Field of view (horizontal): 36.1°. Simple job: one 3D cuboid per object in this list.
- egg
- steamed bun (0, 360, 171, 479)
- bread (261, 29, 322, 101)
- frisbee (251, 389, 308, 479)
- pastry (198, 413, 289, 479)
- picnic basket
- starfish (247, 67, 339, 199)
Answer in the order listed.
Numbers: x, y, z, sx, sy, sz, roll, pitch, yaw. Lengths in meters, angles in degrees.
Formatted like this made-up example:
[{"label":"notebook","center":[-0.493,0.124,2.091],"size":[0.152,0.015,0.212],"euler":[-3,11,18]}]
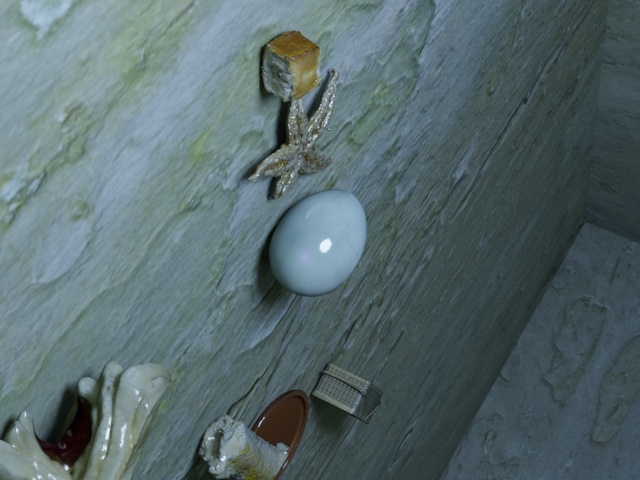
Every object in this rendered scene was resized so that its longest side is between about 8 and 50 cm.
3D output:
[{"label":"egg","center":[0.000,0.000,1.667],"size":[0.209,0.151,0.151],"euler":[-57,155,-26]},{"label":"steamed bun","center":[-0.362,0.351,1.265],"size":[0.247,0.189,0.427],"euler":[-107,-140,-82]},{"label":"bread","center":[-0.046,-0.255,1.432],"size":[0.070,0.077,0.083],"euler":[-31,141,-34]},{"label":"frisbee","center":[-0.100,0.418,2.018],"size":[0.251,0.021,0.250],"euler":[-46,150,-36]},{"label":"pastry","center":[-0.148,0.398,1.800],"size":[0.121,0.089,0.258],"euler":[-68,151,-15]},{"label":"picnic basket","center":[0.062,0.336,2.155],"size":[0.079,0.115,0.164],"euler":[-64,157,-10]},{"label":"starfish","center":[-0.024,-0.168,1.587],"size":[0.295,0.048,0.231],"euler":[-9,121,-63]}]
